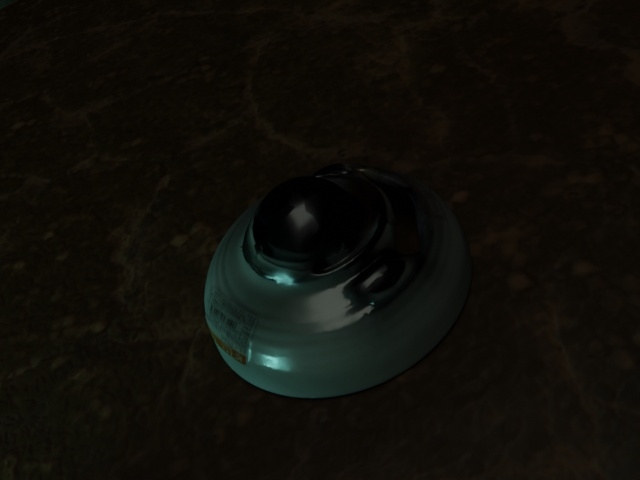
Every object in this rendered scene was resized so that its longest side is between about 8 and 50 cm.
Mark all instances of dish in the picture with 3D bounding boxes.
[{"bbox_3d":[0.000,0.000,0.690,0.273,0.134,0.273,-11,44,11],"label":"dish"}]
